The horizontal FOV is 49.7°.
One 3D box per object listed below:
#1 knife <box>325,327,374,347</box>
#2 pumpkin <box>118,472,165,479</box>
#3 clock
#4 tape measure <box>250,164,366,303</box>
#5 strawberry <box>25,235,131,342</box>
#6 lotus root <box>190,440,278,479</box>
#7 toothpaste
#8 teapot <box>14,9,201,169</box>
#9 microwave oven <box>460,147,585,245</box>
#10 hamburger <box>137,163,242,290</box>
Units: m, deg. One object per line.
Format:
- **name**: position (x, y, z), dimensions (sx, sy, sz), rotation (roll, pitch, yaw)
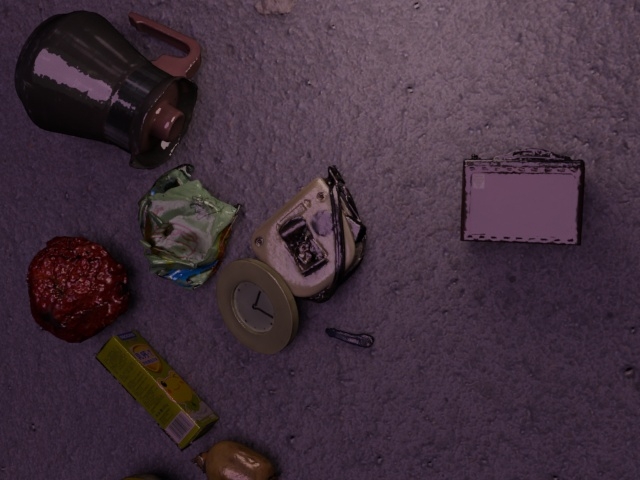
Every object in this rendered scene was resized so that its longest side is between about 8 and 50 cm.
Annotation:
- **knife**: position (0.066, 0.223, 1.606), dimensions (0.121, 0.018, 0.031), rotation (13, 101, 16)
- **pumpkin**: position (-0.414, 0.657, 1.708), dimensions (0.217, 0.110, 0.217), rotation (3, 103, 14)
- **clock**: position (-0.149, 0.153, 1.608), dimensions (0.235, 0.029, 0.235), rotation (15, 117, 32)
- **tape measure**: position (0.000, 0.000, 1.569), dimensions (0.271, 0.133, 0.231), rotation (-41, 79, 10)
- **strawberry**: position (-0.612, 0.123, 1.697), dimensions (0.274, 0.220, 0.274), rotation (1, 95, 16)
- **lotus root**: position (-0.210, 0.543, 1.638), dimensions (0.221, 0.118, 0.125), rotation (15, 77, 13)
- **toothpaste**: position (-0.397, 0.360, 1.691), dimensions (0.327, 0.110, 0.077), rotation (43, 103, 12)
- **teapot**: position (-0.475, -0.373, 1.647), dimensions (0.362, 0.305, 0.376), rotation (29, 69, 5)
- **microwave oven**: position (0.413, -0.086, 1.423), dimensions (0.247, 0.178, 0.188), rotation (1, 91, 16)
- **hamburger**: position (-0.347, -0.037, 1.656), dimensions (0.276, 0.150, 0.260), rotation (38, 98, 13)
